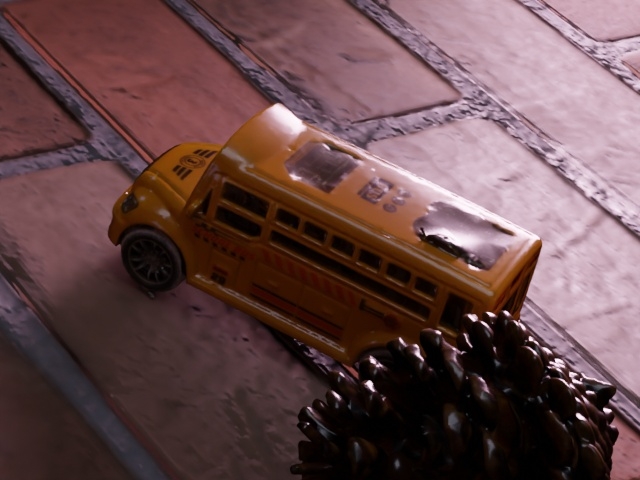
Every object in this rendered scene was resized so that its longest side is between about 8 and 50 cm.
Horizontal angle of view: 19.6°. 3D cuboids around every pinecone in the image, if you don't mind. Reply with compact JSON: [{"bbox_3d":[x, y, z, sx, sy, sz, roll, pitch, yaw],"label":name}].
[{"bbox_3d":[0.046,0.070,0.629,0.109,0.102,0.102,5,34,4],"label":"pinecone"}]

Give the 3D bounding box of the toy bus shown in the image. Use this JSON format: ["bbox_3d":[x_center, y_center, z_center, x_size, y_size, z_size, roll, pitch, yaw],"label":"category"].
[{"bbox_3d":[0.000,0.000,0.722,0.162,0.074,0.069,27,37,15],"label":"toy bus"}]
